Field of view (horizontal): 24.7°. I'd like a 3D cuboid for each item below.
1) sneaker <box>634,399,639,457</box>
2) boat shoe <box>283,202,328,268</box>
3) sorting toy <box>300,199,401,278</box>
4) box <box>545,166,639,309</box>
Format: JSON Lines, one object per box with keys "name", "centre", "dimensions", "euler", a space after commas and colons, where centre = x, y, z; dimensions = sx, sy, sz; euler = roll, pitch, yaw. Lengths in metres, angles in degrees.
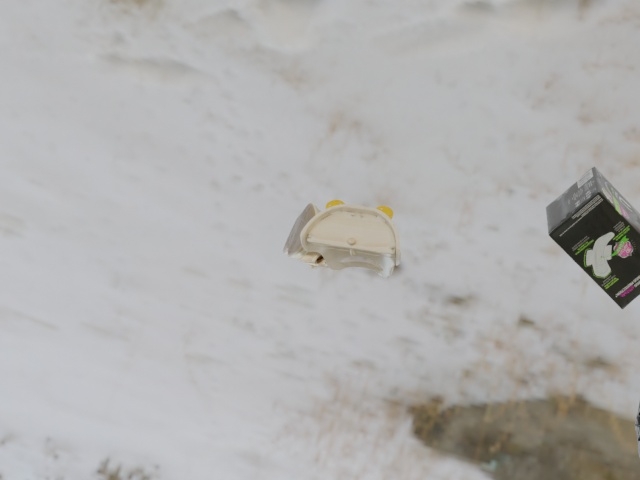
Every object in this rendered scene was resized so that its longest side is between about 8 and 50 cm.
{"name": "sneaker", "centre": [0.408, 0.261, 1.696], "dimensions": [0.109, 0.286, 0.130], "euler": [-17, 131, 17]}
{"name": "boat shoe", "centre": [0.000, 0.000, 1.542], "dimensions": [0.059, 0.063, 0.170], "euler": [23, 179, -5]}
{"name": "sorting toy", "centre": [0.031, 0.007, 1.222], "dimensions": [0.083, 0.045, 0.075], "euler": [9, 146, 12]}
{"name": "box", "centre": [0.216, -0.002, 1.097], "dimensions": [0.052, 0.062, 0.083], "euler": [-42, 101, 19]}
